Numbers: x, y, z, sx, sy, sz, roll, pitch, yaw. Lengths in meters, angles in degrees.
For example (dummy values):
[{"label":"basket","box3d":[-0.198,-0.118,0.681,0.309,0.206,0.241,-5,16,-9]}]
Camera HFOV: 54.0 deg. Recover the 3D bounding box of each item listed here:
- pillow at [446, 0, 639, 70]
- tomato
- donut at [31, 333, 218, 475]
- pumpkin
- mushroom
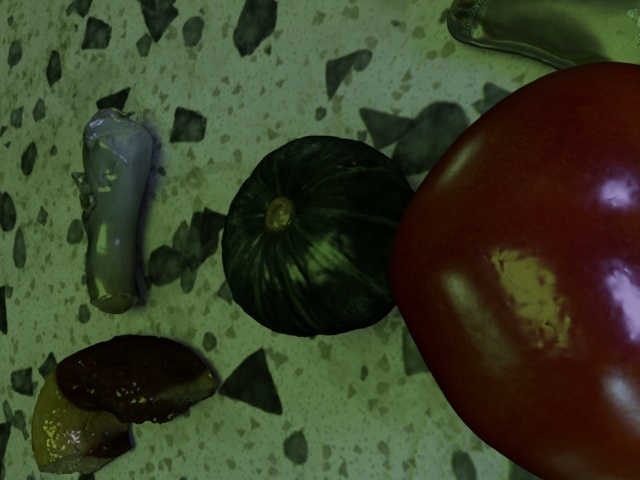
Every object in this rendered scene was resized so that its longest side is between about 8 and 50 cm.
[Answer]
[{"label":"pillow","box3d":[0.221,-0.210,0.558,0.218,0.033,0.130,35,105,30]},{"label":"tomato","box3d":[0.186,0.021,0.449,0.226,0.299,0.298,145,118,-70]},{"label":"donut","box3d":[-0.282,0.196,0.816,0.295,0.112,0.151,-35,71,25]},{"label":"pumpkin","box3d":[0.001,-0.002,0.623,0.212,0.152,0.211,-20,59,37]},{"label":"mushroom","box3d":[-0.275,-0.039,0.843,0.096,0.099,0.277,8,96,47]}]
